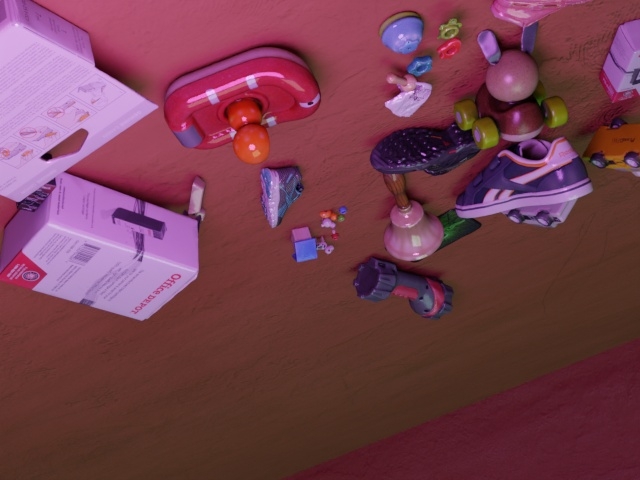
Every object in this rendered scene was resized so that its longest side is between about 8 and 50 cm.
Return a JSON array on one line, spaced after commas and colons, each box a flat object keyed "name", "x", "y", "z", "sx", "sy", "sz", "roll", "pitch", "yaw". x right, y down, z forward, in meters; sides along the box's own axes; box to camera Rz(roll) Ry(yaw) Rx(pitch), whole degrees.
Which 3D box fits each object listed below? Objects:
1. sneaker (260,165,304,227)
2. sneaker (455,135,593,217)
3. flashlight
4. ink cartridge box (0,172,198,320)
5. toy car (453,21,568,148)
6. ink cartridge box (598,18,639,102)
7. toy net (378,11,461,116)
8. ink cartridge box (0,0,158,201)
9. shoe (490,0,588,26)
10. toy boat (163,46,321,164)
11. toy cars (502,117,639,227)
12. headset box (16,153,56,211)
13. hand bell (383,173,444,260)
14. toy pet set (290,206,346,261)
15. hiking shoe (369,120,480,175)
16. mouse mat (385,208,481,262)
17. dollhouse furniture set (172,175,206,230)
[{"name": "sneaker", "x": -0.066, "y": -0.079, "z": 1.772, "sx": 0.076, "sy": 0.065, "sz": 0.166, "roll": -16, "pitch": 156, "yaw": -13}, {"name": "sneaker", "x": 0.382, "y": -0.127, "z": 1.914, "sx": 0.126, "sy": 0.127, "sz": 0.321, "roll": -26, "pitch": -171, "yaw": -38}, {"name": "flashlight", "x": 0.193, "y": 0.121, "z": 2.283, "sx": 0.103, "sy": 0.103, "sz": 0.304, "roll": -32, "pitch": 152, "yaw": 32}, {"name": "ink cartridge box", "x": -0.366, "y": 0.016, "z": 1.629, "sx": 0.273, "sy": 0.114, "sz": 0.197, "roll": 21, "pitch": 138, "yaw": -32}, {"name": "toy car", "x": 0.309, "y": -0.270, "z": 1.611, "sx": 0.155, "sy": 0.149, "sz": 0.188, "roll": -18, "pitch": 126, "yaw": -9}, {"name": "ink cartridge box", "x": 0.564, "y": -0.318, "z": 1.704, "sx": 0.109, "sy": 0.063, "sz": 0.150, "roll": -15, "pitch": 154, "yaw": -6}, {"name": "toy net", "x": 0.154, "y": -0.279, "z": 1.546, "sx": 0.122, "sy": 0.045, "sz": 0.232, "roll": -17, "pitch": 156, "yaw": -7}, {"name": "ink cartridge box", "x": -0.419, "y": -0.183, "z": 1.332, "sx": 0.296, "sy": 0.066, "sz": 0.261, "roll": -29, "pitch": 151, "yaw": 22}, {"name": "shoe", "x": 0.346, "y": -0.370, "z": 1.471, "sx": 0.178, "sy": 0.063, "sz": 0.081, "roll": -4, "pitch": 152, "yaw": -16}, {"name": "toy boat", "x": -0.108, "y": -0.180, "z": 1.442, "sx": 0.231, "sy": 0.151, "sz": 0.151, "roll": -21, "pitch": 154, "yaw": 5}, {"name": "toy cars", "x": 0.533, "y": -0.119, "z": 1.933, "sx": 0.087, "sy": 0.176, "sz": 0.394, "roll": 38, "pitch": 126, "yaw": -22}, {"name": "headset box", "x": -0.438, "y": -0.093, "z": 1.501, "sx": 0.032, "sy": 0.062, "sz": 0.083, "roll": 12, "pitch": 140, "yaw": -42}, {"name": "hand bell", "x": 0.160, "y": -0.079, "z": 1.904, "sx": 0.126, "sy": 0.126, "sz": 0.242, "roll": -20, "pitch": 141, "yaw": 4}, {"name": "toy pet set", "x": 0.000, "y": 0.000, "z": 1.962, "sx": 0.114, "sy": 0.065, "sz": 0.122, "roll": -12, "pitch": 153, "yaw": -13}, {"name": "hiking shoe", "x": 0.197, "y": -0.149, "z": 1.773, "sx": 0.227, "sy": 0.086, "sz": 0.114, "roll": -13, "pitch": 150, "yaw": -12}, {"name": "mouse mat", "x": 0.253, "y": -0.008, "z": 2.177, "sx": 0.190, "sy": 0.007, "sz": 0.153, "roll": -30, "pitch": 152, "yaw": 24}, {"name": "dollhouse furniture set", "x": -0.244, "y": -0.074, "z": 1.713, "sx": 0.081, "sy": 0.091, "sz": 0.114, "roll": 14, "pitch": 122, "yaw": -1}]
